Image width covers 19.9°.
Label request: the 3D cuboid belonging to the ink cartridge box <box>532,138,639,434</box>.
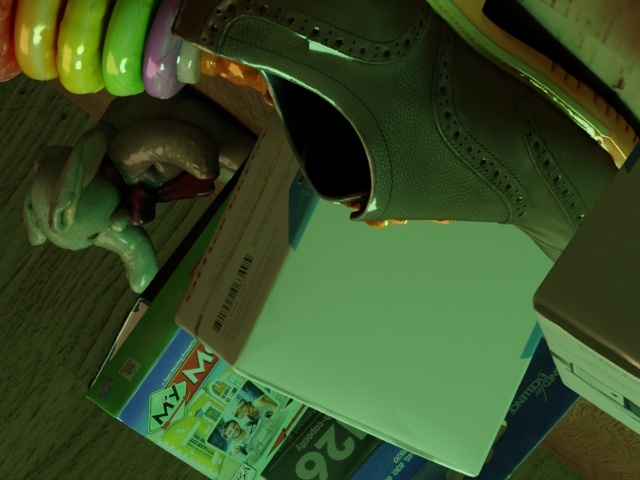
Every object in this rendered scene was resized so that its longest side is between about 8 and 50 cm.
[{"bbox_3d":[0.163,0.009,0.761,0.082,0.139,0.190,33,175,18],"label":"ink cartridge box"}]

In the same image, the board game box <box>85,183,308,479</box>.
[{"bbox_3d":[-0.040,0.051,1.576,0.046,0.317,0.213,31,173,37],"label":"board game box"}]

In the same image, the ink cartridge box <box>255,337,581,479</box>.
[{"bbox_3d":[0.055,0.125,1.692,0.307,0.303,0.072,32,160,37],"label":"ink cartridge box"}]

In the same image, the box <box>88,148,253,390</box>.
[{"bbox_3d":[-0.036,0.103,1.946,0.296,0.294,0.182,32,131,1],"label":"box"}]

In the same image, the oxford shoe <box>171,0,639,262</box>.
[{"bbox_3d":[0.055,-0.058,0.934,0.364,0.132,0.130,40,174,-40],"label":"oxford shoe"}]

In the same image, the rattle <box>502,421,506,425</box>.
[{"bbox_3d":[0.251,0.128,1.981,0.200,0.143,0.130,17,-133,-57],"label":"rattle"}]

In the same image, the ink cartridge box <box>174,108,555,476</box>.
[{"bbox_3d":[0.034,0.028,1.368,0.197,0.198,0.270,25,179,-14],"label":"ink cartridge box"}]

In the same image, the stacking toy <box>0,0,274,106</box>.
[{"bbox_3d":[-0.135,-0.162,1.352,0.302,0.175,0.165,20,141,8],"label":"stacking toy"}]

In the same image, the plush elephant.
[{"bbox_3d":[-0.226,-0.066,2.173,0.330,0.255,0.272,38,175,-10],"label":"plush elephant"}]

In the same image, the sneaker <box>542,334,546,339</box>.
[{"bbox_3d":[0.223,0.071,1.460,0.086,0.064,0.192,24,169,36],"label":"sneaker"}]
